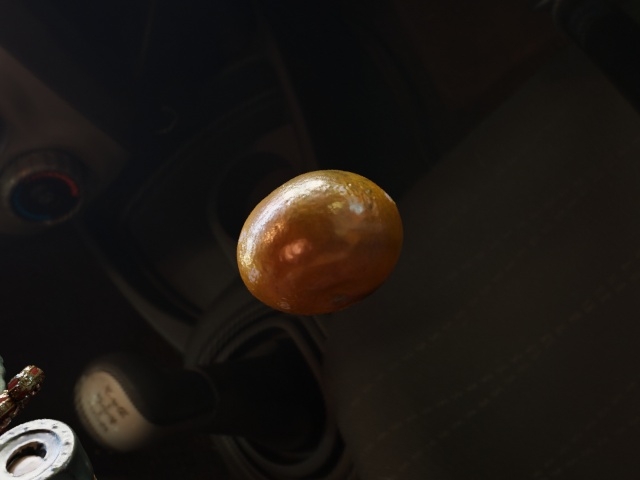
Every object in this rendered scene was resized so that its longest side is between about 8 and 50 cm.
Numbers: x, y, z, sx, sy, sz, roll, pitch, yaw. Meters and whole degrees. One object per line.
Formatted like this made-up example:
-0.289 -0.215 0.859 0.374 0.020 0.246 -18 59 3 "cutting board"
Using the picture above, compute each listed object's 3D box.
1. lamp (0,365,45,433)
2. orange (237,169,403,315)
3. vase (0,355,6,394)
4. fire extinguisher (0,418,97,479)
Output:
-0.280 0.143 0.939 0.031 0.083 0.063 44 87 -6 "lamp"
0.000 0.000 1.406 0.240 0.240 0.171 -26 63 21 "orange"
-0.470 0.223 1.023 0.245 0.245 0.291 50 126 34 "vase"
-0.309 0.384 1.221 0.200 0.376 0.113 0 35 24 "fire extinguisher"
